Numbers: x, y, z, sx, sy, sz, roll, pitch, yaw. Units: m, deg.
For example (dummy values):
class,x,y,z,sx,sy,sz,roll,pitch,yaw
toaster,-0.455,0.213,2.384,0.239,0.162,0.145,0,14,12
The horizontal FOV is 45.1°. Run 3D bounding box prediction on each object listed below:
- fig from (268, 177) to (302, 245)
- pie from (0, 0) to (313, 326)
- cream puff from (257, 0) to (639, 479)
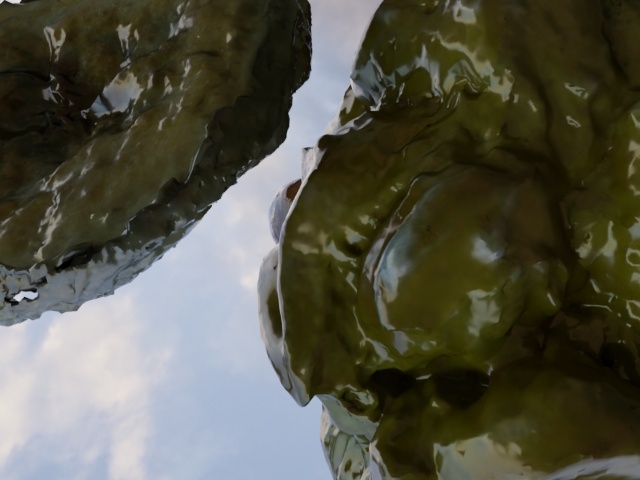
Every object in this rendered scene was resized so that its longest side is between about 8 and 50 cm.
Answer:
class,x,y,z,sx,sy,sz,roll,pitch,yaw
fig,-0.001,-0.004,1.281,0.175,0.175,0.207,-13,-86,-37
pie,-0.126,-0.071,0.401,0.274,0.055,0.274,-10,-133,11
cream puff,0.078,0.018,0.429,0.257,0.324,0.291,-25,-161,-25
